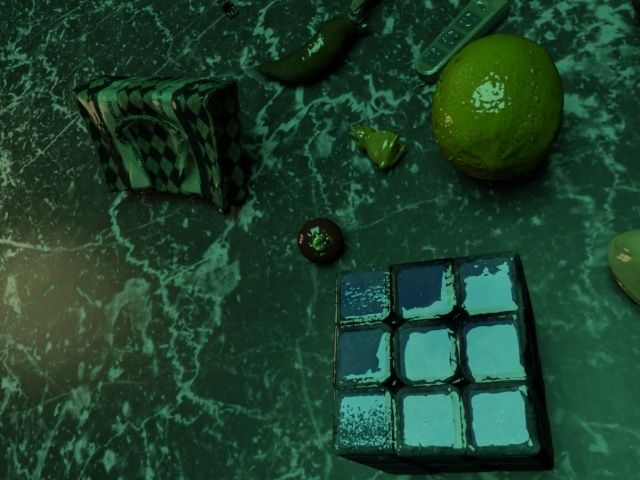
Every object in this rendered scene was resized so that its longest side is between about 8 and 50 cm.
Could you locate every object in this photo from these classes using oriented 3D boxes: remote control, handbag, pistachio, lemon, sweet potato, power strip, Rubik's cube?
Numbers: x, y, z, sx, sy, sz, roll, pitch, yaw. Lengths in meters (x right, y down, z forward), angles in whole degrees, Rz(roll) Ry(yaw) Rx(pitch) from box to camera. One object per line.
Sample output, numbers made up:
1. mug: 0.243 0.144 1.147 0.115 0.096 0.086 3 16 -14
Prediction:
1. remote control: -0.277 -0.696 1.841 0.039 0.014 0.096 -37 58 4
2. handbag: -0.378 -0.233 1.507 0.416 0.317 0.180 9 33 27
3. pistachio: 0.587 0.051 1.039 0.200 0.117 0.145 19 81 31
4. lemon: 0.348 -0.265 1.214 0.257 0.258 0.310 4 71 26
5. sweet potato: -0.014 -0.477 1.573 0.310 0.098 0.124 -28 37 12
6. power strip: 0.326 -0.476 1.449 0.286 0.048 0.080 -46 56 0
7. Rubik's cube: 0.205 0.220 1.023 0.305 0.304 0.301 -8 64 22

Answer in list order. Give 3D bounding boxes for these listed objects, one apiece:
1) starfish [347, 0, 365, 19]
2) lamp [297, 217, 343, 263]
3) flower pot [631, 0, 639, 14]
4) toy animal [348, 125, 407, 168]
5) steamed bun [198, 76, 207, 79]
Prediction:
1. starfish: 0.158 -0.756 1.606 0.383 0.132 0.398 -40 65 0
2. lamp: 0.000 0.000 1.344 0.101 0.090 0.101 0 101 1
3. flower pot: 0.709 -0.496 1.207 0.235 0.235 0.141 -31 34 8
4. toy animal: 0.113 -0.225 1.416 0.159 0.070 0.083 36 86 38
5. steamed bun: -0.322 -0.333 1.639 0.177 0.106 0.192 19 84 26
